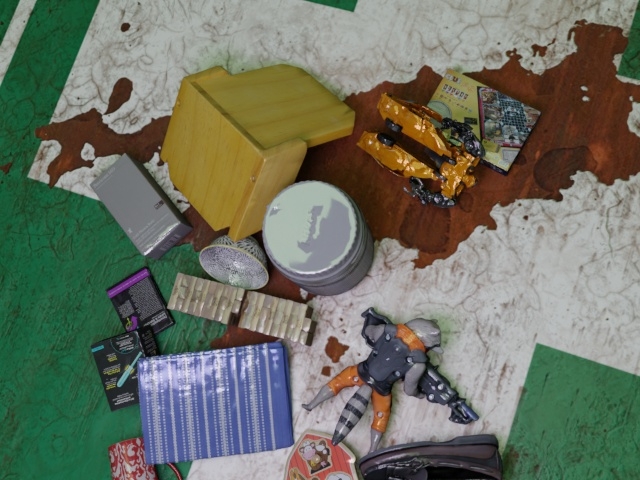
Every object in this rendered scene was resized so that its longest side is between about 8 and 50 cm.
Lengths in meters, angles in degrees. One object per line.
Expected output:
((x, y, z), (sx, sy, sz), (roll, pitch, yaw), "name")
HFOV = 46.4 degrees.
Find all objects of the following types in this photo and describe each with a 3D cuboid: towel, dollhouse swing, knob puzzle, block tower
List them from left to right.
((-0.232, 0.362, 1.674), (0.335, 0.040, 0.244), (-5, 89, -6), "towel")
((-0.176, 0.160, 1.732), (0.335, 0.097, 0.091), (14, 81, 11), "block tower")
((-0.141, -0.225, 1.782), (0.347, 0.304, 0.315), (44, 125, 31), "dollhouse swing")
((-0.008, 0.507, 1.631), (0.213, 0.030, 0.213), (-11, 67, 27), "knob puzzle")

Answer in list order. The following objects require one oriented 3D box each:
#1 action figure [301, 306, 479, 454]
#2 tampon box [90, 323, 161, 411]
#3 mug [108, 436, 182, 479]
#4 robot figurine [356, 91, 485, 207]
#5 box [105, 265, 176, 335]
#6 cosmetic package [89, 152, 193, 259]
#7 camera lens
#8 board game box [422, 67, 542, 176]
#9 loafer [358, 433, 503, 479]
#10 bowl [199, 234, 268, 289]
((0.167, 0.315, 1.600), (0.341, 0.178, 0.330), (36, 96, 17), "action figure")
((-0.437, 0.293, 1.728), (0.120, 0.101, 0.161), (-18, 90, 6), "tampon box")
((-0.406, 0.541, 1.701), (0.113, 0.150, 0.169), (-34, 66, 39), "mug")
((0.239, -0.209, 1.716), (0.291, 0.085, 0.211), (35, 117, 14), "robot figurine")
((-0.435, 0.160, 1.809), (0.116, 0.029, 0.162), (-30, 74, 4), "box")
((-0.436, -0.082, 1.823), (0.127, 0.107, 0.238), (-43, 78, 2), "cosmetic package")
((0.000, 0.000, 1.638), (0.219, 0.274, 0.220), (-2, 78, 9), "camera lens")
((0.368, -0.279, 1.752), (0.243, 0.042, 0.165), (30, 85, 15), "board game box")
((0.233, 0.476, 1.564), (0.302, 0.109, 0.095), (-9, 52, 0), "loafer")
((-0.190, 0.034, 1.741), (0.170, 0.170, 0.080), (10, 55, 12), "bowl")
